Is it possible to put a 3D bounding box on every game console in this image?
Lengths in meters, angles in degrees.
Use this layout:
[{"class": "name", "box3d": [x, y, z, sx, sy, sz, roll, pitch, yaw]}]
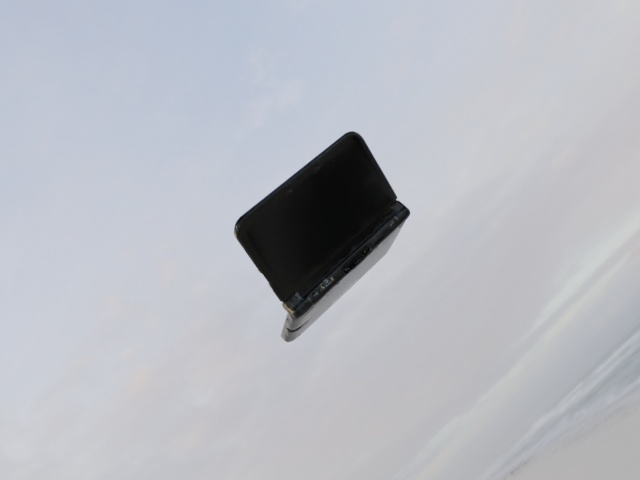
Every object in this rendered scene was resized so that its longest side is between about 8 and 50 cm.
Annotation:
[{"class": "game console", "box3d": [0.000, 0.000, 0.462, 0.122, 0.071, 0.107, -41, -13, -23]}]
